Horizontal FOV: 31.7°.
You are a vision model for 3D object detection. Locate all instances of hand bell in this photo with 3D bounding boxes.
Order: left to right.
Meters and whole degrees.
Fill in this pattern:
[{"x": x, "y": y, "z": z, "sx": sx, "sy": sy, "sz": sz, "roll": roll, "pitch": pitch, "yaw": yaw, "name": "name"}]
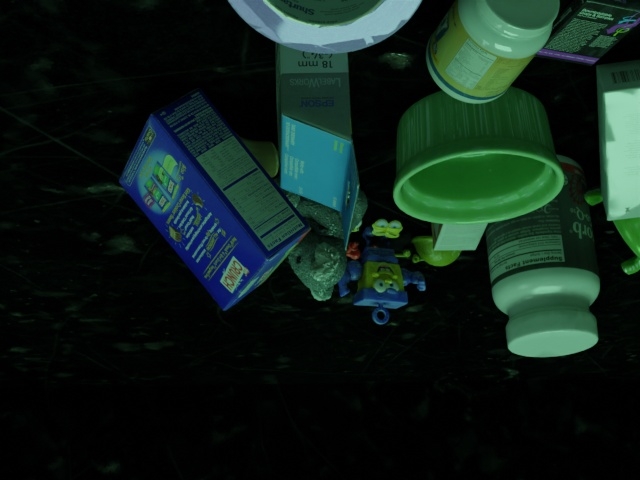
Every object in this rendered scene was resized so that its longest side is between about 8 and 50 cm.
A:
[{"x": -0.051, "y": -0.154, "z": 2.087, "sx": 0.242, "sy": 0.126, "sz": 0.126, "roll": -8, "pitch": 160, "yaw": -20, "name": "hand bell"}]

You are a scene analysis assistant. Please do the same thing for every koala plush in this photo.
[{"x": 0.000, "y": 0.000, "z": 2.269, "sx": 0.203, "sy": 0.221, "sz": 0.196, "roll": -1, "pitch": 157, "yaw": -5, "name": "koala plush"}]

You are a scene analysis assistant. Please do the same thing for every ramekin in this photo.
[{"x": 0.277, "y": -0.155, "z": 2.026, "sx": 0.303, "sy": 0.148, "sz": 0.303, "roll": -2, "pitch": 157, "yaw": -1, "name": "ramekin"}]

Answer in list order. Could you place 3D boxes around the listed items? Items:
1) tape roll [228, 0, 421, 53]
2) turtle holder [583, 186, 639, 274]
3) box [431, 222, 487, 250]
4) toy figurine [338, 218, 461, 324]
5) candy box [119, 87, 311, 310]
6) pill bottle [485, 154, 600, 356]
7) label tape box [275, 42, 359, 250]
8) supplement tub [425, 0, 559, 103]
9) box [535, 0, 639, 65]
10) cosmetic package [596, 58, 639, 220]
[{"x": 0.005, "y": -0.373, "z": 1.422, "sx": 0.274, "sy": 0.090, "sz": 0.275, "roll": 4, "pitch": 135, "yaw": 4, "name": "tape roll"}, {"x": 0.690, "y": -0.057, "z": 2.196, "sx": 0.227, "sy": 0.243, "sz": 0.320, "roll": -35, "pitch": 140, "yaw": 27, "name": "turtle holder"}, {"x": 0.275, "y": -0.070, "z": 2.250, "sx": 0.091, "sy": 0.130, "sz": 0.170, "roll": -1, "pitch": 156, "yaw": -3, "name": "box"}, {"x": 0.145, "y": 0.091, "z": 2.509, "sx": 0.362, "sy": 0.217, "sz": 0.191, "roll": 8, "pitch": 155, "yaw": -22, "name": "toy figurine"}, {"x": -0.191, "y": -0.065, "z": 1.983, "sx": 0.122, "sy": 0.317, "sz": 0.268, "roll": -35, "pitch": 174, "yaw": -31, "name": "candy box"}, {"x": 0.433, "y": 0.031, "z": 2.209, "sx": 0.210, "sy": 0.363, "sz": 0.210, "roll": -2, "pitch": 158, "yaw": -1, "name": "pill bottle"}, {"x": -0.012, "y": -0.181, "z": 1.692, "sx": 0.105, "sy": 0.334, "sz": 0.241, "roll": -1, "pitch": 157, "yaw": -3, "name": "label tape box"}, {"x": 0.253, "y": -0.308, "z": 1.666, "sx": 0.144, "sy": 0.144, "sz": 0.200, "roll": 4, "pitch": 156, "yaw": -16, "name": "supplement tub"}, {"x": 0.422, "y": -0.333, "z": 1.774, "sx": 0.116, "sy": 0.029, "sz": 0.162, "roll": 6, "pitch": 157, "yaw": -21, "name": "box"}, {"x": 0.671, "y": -0.186, "z": 1.929, "sx": 0.377, "sy": 0.097, "sz": 0.284, "roll": -6, "pitch": 129, "yaw": 9, "name": "cosmetic package"}]
